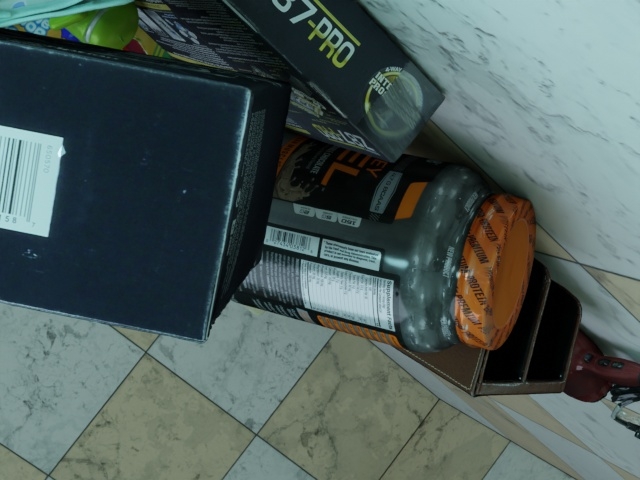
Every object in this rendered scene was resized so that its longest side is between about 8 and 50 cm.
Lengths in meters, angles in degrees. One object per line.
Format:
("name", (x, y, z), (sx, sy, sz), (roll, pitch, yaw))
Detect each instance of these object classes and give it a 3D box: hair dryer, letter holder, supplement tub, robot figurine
("hair dryer", (0.380, 0.160, 1.491), (0.293, 0.080, 0.223), (30, 155, 16))
("letter holder", (0.177, 0.040, 1.426), (0.152, 0.214, 0.302), (4, -166, -35))
("supplement tub", (0.049, 0.001, 1.231), (0.338, 0.207, 0.207), (13, 163, 24))
("robot figurine", (-0.234, -0.238, 1.146), (0.115, 0.067, 0.101), (40, -159, 4))

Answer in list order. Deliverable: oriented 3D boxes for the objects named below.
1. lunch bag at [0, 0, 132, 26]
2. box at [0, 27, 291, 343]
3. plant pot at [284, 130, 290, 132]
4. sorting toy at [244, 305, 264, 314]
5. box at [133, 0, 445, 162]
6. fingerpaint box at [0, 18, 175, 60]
("lunch bag", (-0.208, -0.261, 0.823), (0.160, 0.262, 0.223), (44, 170, -38))
("box", (-0.215, -0.069, 0.888), (0.343, 0.179, 0.312), (11, -172, 1))
("plant pot", (-0.067, -0.066, 1.477), (0.212, 0.212, 0.187), (11, -161, -10))
("sorting toy", (-0.111, -0.067, 1.708), (0.257, 0.255, 0.089), (38, -171, 2))
("box", (-0.095, -0.232, 1.138), (0.318, 0.097, 0.395), (44, 171, -28))
("fingerpaint box", (-0.390, -0.231, 1.385), (0.163, 0.371, 0.445), (35, 168, 25))
